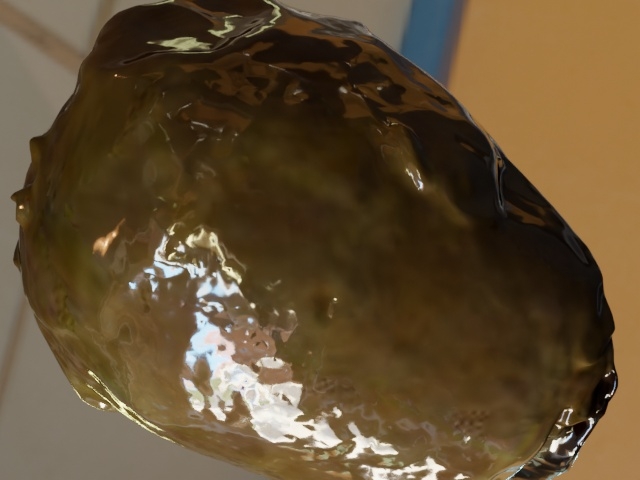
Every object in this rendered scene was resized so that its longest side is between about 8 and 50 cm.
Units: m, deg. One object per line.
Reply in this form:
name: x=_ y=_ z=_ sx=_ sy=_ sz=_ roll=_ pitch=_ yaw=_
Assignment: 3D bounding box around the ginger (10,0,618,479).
ginger: x=-0.020 y=0.006 z=0.779 sx=0.223 sy=0.269 sz=0.200 roll=-6 pitch=-52 yaw=-25
